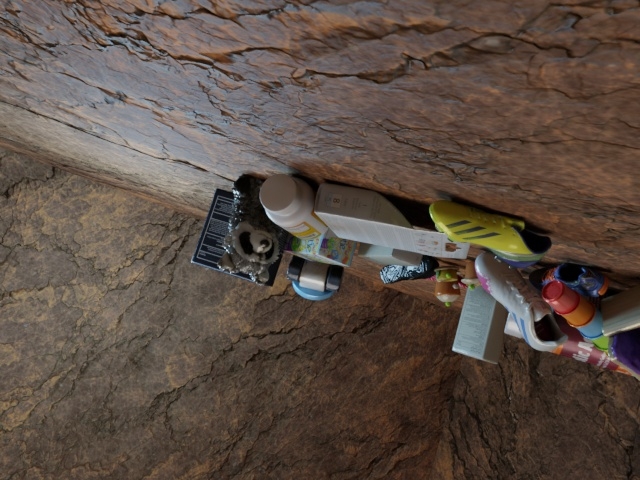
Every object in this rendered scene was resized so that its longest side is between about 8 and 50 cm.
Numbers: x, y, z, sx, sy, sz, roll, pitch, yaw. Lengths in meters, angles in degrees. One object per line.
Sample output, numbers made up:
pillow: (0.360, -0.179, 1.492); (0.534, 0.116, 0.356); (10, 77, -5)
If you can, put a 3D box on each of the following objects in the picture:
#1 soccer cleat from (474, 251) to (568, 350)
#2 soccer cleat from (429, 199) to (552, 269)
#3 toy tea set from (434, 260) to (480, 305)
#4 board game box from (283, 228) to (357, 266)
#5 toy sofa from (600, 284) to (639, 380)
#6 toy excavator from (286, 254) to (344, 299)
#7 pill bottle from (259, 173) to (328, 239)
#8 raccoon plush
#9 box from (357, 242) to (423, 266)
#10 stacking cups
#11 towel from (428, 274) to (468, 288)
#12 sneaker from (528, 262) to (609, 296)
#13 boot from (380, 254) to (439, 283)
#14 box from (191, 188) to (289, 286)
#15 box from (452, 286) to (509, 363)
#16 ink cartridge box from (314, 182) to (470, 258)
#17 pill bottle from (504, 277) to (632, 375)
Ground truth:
soccer cleat: (0.574, 0.162, 1.451); (0.331, 0.116, 0.143); (55, 167, 6)
soccer cleat: (0.370, -0.030, 1.113); (0.289, 0.093, 0.121); (24, 141, -17)
toy tea set: (0.502, 0.162, 1.823); (0.200, 0.124, 0.336); (-3, 167, 14)
board game box: (0.000, 0.000, 1.895); (0.142, 0.144, 0.275); (22, 171, -29)
toy sofa: (0.874, 0.279, 1.271); (0.362, 0.177, 0.150); (37, 136, -16)
toy excavator: (0.003, 0.116, 2.289); (0.222, 0.433, 0.445); (13, 145, 5)
pill bottle: (-0.068, -0.092, 1.384); (0.136, 0.136, 0.245); (15, 172, 22)
raccoon plush: (-0.211, -0.017, 1.648); (0.216, 0.299, 0.446); (18, 173, -5)
box: (0.234, 0.027, 1.732); (0.113, 0.094, 0.275); (20, 172, -19)
stacking cups: (0.702, 0.209, 1.334); (0.316, 0.096, 0.096); (34, 167, -24)
towel: (0.537, 0.167, 2.321); (0.275, 0.031, 0.199); (12, 170, 41)
sneaker: (0.649, 0.093, 1.370); (0.087, 0.083, 0.221); (35, 161, -22)
boot: (0.367, 0.090, 1.875); (0.207, 0.094, 0.246); (-7, 164, -38)
box: (-0.291, -0.004, 1.963); (0.296, 0.294, 0.183); (17, 173, 9)
box: (0.638, 0.306, 1.997); (0.121, 0.311, 0.148); (23, 171, -40)
ink cartridge box: (0.204, -0.045, 1.363); (0.385, 0.091, 0.308); (10, 170, 15)
pill bottle: (0.786, 0.251, 1.570); (0.392, 0.224, 0.224); (14, 172, 22)
